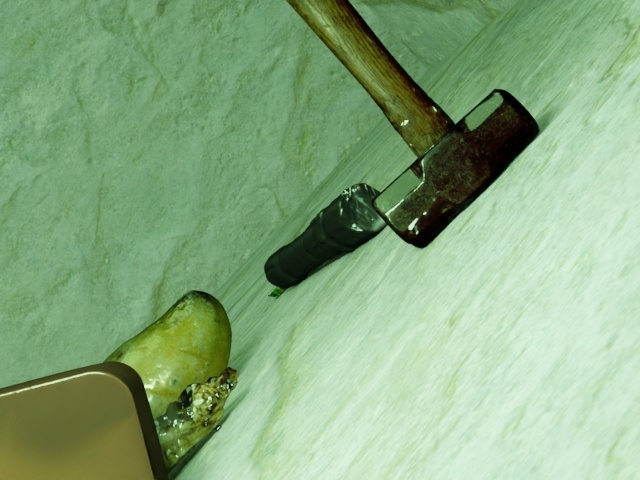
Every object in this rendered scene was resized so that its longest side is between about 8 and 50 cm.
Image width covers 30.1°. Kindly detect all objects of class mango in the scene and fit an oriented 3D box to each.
[{"bbox_3d":[-0.266,0.240,1.976,0.329,0.176,0.175,-42,18,-16],"label":"mango"}]

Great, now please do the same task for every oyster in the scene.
[{"bbox_3d":[-0.252,0.308,1.751,0.345,0.078,0.128,-45,25,-8],"label":"oyster"}]

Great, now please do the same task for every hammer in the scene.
[{"bbox_3d":[0.085,-0.213,1.601,0.242,0.409,0.095,-41,7,3],"label":"hammer"}]

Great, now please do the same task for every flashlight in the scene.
[{"bbox_3d":[0.000,0.000,2.213,0.103,0.103,0.424,-48,6,-27],"label":"flashlight"}]

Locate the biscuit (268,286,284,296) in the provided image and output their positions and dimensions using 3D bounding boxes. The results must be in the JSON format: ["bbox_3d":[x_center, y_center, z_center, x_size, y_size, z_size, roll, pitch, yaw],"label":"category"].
[{"bbox_3d":[-0.072,0.088,2.464,0.089,0.016,0.046,-47,8,-18],"label":"biscuit"}]

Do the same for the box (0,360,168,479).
[{"bbox_3d":[-0.374,0.300,1.519,0.339,0.239,0.229,-15,2,-3],"label":"box"}]
